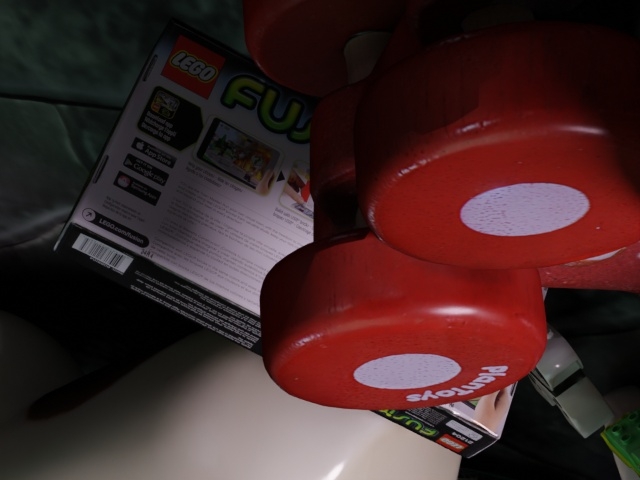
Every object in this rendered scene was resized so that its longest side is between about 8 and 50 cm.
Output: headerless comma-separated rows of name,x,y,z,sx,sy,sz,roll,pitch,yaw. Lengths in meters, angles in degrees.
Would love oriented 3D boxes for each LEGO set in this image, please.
LEGO set,0.152,0.057,0.789,0.093,0.087,0.227,55,177,-26

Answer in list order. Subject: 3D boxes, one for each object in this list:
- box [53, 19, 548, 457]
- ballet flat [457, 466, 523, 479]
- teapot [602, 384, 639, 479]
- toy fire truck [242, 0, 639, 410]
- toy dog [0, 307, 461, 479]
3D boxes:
box,0.000,0.000,0.793,0.207,0.114,0.036,28,150,-9
ballet flat,0.059,0.158,1.064,0.188,0.070,0.070,13,149,16
teapot,0.206,0.219,0.963,0.252,0.187,0.256,14,128,-24
toy fire truck,0.115,-0.055,0.611,0.254,0.169,0.302,2,155,-15
toy dog,-0.132,0.158,0.964,0.408,0.284,0.395,9,121,32
